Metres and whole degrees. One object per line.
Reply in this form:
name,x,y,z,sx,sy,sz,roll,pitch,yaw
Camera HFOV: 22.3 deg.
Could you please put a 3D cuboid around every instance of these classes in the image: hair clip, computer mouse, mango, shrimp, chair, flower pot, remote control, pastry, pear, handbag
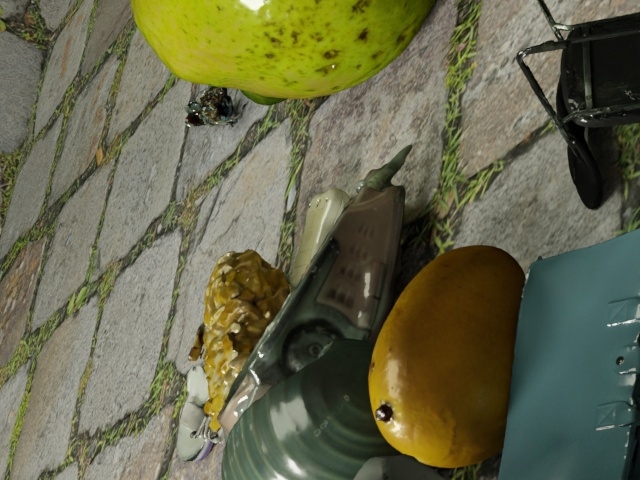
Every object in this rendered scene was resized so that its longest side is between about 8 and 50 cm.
hair clip,-0.151,0.221,2.029,0.116,0.049,0.172,-66,19,-4
computer mouse,0.021,0.071,1.674,0.389,0.115,0.199,-58,4,-22
mango,0.121,0.095,1.372,0.109,0.147,0.227,-40,13,48
shrimp,-0.153,-0.205,2.393,0.174,0.076,0.082,170,94,-74
chair,0.250,-0.142,1.335,0.145,0.221,0.140,-9,50,16
flower pot,0.009,0.196,1.473,0.189,0.157,0.243,-33,-22,-38
remote control,0.000,0.000,1.889,0.074,0.032,0.122,-15,56,64
pastry,-0.086,0.122,1.877,0.250,0.102,0.154,-102,26,-51
pear,-0.045,-0.332,1.865,0.391,0.391,0.391,-50,28,40
handbag,0.211,0.108,1.265,0.144,0.057,0.221,-24,47,54

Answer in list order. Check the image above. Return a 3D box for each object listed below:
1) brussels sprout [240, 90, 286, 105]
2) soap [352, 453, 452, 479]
brussels sprout,-0.047,-0.253,2.103,0.183,0.145,0.131,-50,55,52
soap,0.051,0.420,1.121,0.435,0.213,0.350,-60,25,20
